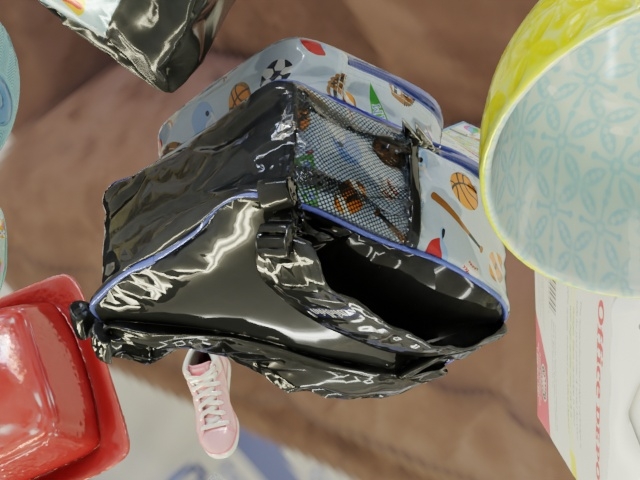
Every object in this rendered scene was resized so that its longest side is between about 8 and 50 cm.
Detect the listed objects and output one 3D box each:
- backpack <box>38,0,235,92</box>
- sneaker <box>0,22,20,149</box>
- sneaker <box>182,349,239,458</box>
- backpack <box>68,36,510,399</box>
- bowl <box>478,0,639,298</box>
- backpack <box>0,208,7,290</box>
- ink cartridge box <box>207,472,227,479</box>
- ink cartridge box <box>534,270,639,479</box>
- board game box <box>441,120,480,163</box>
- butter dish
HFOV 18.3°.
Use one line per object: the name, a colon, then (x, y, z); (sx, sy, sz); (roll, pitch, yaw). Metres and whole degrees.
backpack: (-0.198, -0.302, 1.302); (0.355, 0.290, 0.273); (20, 136, 4)
sneaker: (-0.408, -0.078, 1.804); (0.208, 0.319, 0.127); (-7, 136, 29)
sneaker: (-0.128, 0.177, 2.255); (0.070, 0.051, 0.134); (54, -154, -57)
backpack: (0.000, 0.000, 1.413); (0.263, 0.213, 0.276); (28, 148, -28)
bowl: (0.235, -0.109, 1.284); (0.289, 0.289, 0.156); (77, -175, -50)
backpack: (-0.419, 0.012, 2.018); (0.188, 0.166, 0.144); (6, 177, 17)
ink cartridge box: (-0.122, 0.285, 1.684); (0.061, 0.104, 0.181); (36, 140, -1)
ink cartridge box: (0.346, 0.124, 2.159); (0.384, 0.160, 0.279); (-109, 17, -74)
board game box: (0.193, -0.079, 2.158); (0.154, 0.103, 0.026); (28, 116, 23)
butter dish: (-0.247, 0.116, 1.488); (0.118, 0.160, 0.160); (22, -133, -68)
